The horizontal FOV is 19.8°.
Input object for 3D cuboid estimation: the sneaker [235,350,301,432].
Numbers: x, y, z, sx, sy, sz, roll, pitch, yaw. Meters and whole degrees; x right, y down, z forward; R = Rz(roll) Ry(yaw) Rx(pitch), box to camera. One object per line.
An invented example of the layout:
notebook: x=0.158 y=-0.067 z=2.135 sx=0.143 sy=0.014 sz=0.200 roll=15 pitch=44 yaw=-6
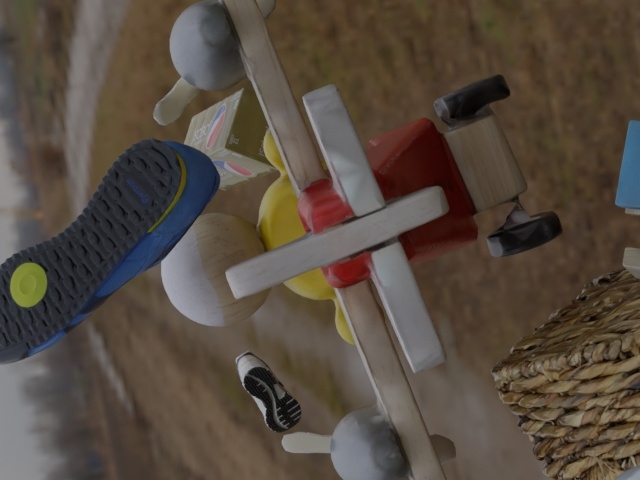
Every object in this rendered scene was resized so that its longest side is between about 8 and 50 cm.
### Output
sneaker: x=-0.053 y=0.153 z=1.872 sx=0.044 sy=0.040 sz=0.109 roll=55 pitch=174 yaw=50

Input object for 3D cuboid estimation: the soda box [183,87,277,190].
soda box: x=-0.082 y=-0.093 z=1.733 sx=0.181 sy=0.058 sz=0.061 roll=164 pitch=125 yaw=-71

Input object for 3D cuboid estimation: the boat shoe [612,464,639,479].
boat shoe: x=0.080 y=0.214 z=0.588 sx=0.335 sy=0.121 sz=0.119 roll=-66 pitch=7 yaw=-13

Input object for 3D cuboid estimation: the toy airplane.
toy airplane: x=0.000 y=0.000 z=1.322 sx=0.384 sy=0.272 sz=0.386 roll=49 pitch=-152 yaw=-45

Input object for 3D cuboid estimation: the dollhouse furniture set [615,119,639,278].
dollhouse furniture set: x=0.212 y=-0.074 z=0.849 sx=0.129 sy=0.129 sz=0.183 roll=29 pitch=-110 yaw=-67

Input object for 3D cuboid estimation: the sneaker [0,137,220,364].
sneaker: x=-0.151 y=0.015 z=1.257 sx=0.069 sy=0.209 sz=0.082 roll=53 pitch=-167 yaw=22

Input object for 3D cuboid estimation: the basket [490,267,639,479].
basket: x=0.295 y=0.116 z=1.235 sx=0.299 sy=0.213 sz=0.223 roll=-25 pitch=96 yaw=42
